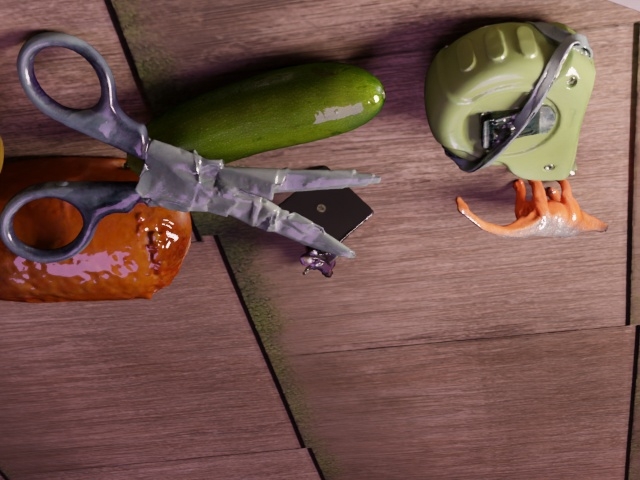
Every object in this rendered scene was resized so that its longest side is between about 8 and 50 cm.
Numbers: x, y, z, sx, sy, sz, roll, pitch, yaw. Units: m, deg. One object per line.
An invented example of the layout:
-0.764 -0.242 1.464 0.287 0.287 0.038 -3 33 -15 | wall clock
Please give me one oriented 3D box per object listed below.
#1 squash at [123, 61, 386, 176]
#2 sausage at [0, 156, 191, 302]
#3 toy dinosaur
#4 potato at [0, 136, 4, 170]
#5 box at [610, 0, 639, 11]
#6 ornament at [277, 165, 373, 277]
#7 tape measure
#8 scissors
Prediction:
-0.070 -0.127 1.677 0.293 0.082 0.082 -13 147 22 | squash
-0.276 -0.010 1.794 0.268 0.153 0.141 -1 121 -2 | sausage
0.241 -0.037 1.828 0.280 0.101 0.055 8 139 -36 | toy dinosaur
-0.401 -0.082 1.674 0.203 0.178 0.158 -35 158 12 | potato
0.211 -0.255 1.342 0.149 0.233 0.067 17 109 -27 | box
-0.006 -0.007 1.899 0.088 0.081 0.203 -41 172 -14 | ornament
0.193 -0.140 1.643 0.175 0.106 0.200 -2 148 -6 | tape measure
-0.133 -0.065 1.658 0.384 0.029 0.256 11 115 2 | scissors
